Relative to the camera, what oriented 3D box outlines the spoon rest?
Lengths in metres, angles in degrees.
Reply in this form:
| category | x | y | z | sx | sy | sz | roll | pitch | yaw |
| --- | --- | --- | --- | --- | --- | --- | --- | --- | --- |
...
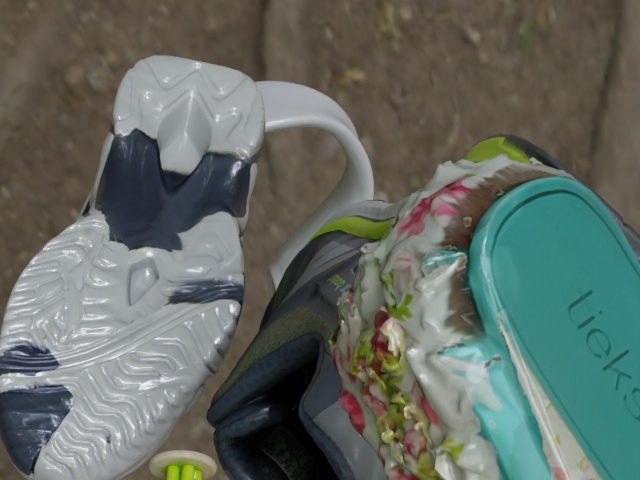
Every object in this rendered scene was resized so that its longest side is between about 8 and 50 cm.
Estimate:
| category | x | y | z | sx | sy | sz | roll | pitch | yaw |
| --- | --- | --- | --- | --- | --- | --- | --- | --- | --- |
| spoon rest | 0.000 | 0.000 | 1.291 | 0.084 | 0.276 | 0.137 | -12 | 42 | -7 |

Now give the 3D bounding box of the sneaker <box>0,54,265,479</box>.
| category | x | y | z | sx | sy | sz | roll | pitch | yaw |
| --- | --- | --- | --- | --- | --- | --- | --- | --- | --- |
| sneaker | -0.086 | 0.044 | 0.764 | 0.094 | 0.153 | 0.235 | 9 | 46 | -4 |

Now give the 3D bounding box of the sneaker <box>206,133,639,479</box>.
| category | x | y | z | sx | sy | sz | roll | pitch | yaw |
| --- | --- | --- | --- | --- | --- | --- | --- | --- | --- |
| sneaker | 0.010 | 0.049 | 0.605 | 0.121 | 0.300 | 0.111 | -36 | 86 | -18 |

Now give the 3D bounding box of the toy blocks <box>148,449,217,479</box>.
| category | x | y | z | sx | sy | sz | roll | pitch | yaw |
| --- | --- | --- | --- | --- | --- | --- | --- | --- | --- |
| toy blocks | -0.098 | 0.251 | 1.295 | 0.054 | 0.123 | 0.148 | -8 | 57 | 13 |

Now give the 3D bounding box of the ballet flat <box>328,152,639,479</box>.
| category | x | y | z | sx | sy | sz | roll | pitch | yaw |
| --- | --- | --- | --- | --- | --- | --- | --- | --- | --- |
| ballet flat | 0.074 | 0.094 | 0.386 | 0.091 | 0.077 | 0.241 | -21 | 86 | -36 |
